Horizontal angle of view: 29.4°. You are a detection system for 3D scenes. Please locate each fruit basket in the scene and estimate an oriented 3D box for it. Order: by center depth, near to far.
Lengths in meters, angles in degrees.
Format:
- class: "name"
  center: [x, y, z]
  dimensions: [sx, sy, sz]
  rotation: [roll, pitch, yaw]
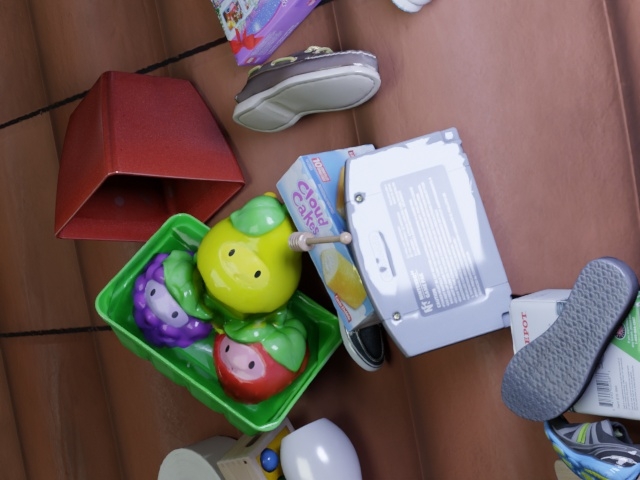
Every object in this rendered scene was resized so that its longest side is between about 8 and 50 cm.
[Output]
- class: "fruit basket"
  center: [-0.147, 0.103, 1.985]
  dimensions: [0.392, 0.283, 0.392]
  rotation: [28, 149, 19]

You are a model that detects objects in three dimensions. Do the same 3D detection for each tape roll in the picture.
- class: "tape roll"
  center: [-0.198, 0.525, 2.347]
  dimensions: [0.286, 0.100, 0.286]
  rotation: [15, 111, 48]

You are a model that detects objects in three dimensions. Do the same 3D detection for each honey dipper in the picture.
- class: "honey dipper"
  center: [0.000, 0.000, 1.761]
  dimensions: [0.160, 0.030, 0.030]
  rotation: [-3, 97, 63]

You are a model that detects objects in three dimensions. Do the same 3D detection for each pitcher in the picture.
- class: "pitcher"
  center: [-0.007, 0.420, 2.042]
  dimensions: [0.177, 0.125, 0.207]
  rotation: [-27, 78, 5]

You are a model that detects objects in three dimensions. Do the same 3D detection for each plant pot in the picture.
- class: "plant pot"
  center: [-0.330, -0.159, 2.224]
  dimensions: [0.267, 0.267, 0.236]
  rotation: [-37, 58, 48]

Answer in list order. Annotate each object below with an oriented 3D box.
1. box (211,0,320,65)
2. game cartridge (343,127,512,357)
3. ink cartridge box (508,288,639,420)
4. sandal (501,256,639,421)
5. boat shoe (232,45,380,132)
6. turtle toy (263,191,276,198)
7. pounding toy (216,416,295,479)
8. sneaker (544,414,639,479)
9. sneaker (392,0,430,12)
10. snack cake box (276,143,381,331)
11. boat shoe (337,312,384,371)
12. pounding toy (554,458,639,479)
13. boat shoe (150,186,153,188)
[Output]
- class: "box"
  center: [-0.081, -0.446, 1.987]
  dimensions: [0.293, 0.057, 0.201]
  rotation: [-38, 69, 48]
- class: "game cartridge"
  center: [0.145, 0.005, 1.730]
  dimensions: [0.062, 0.198, 0.297]
  rotation: [79, 174, -83]
- class: "ink cartridge box"
  center: [0.357, 0.144, 1.586]
  dimensions: [0.208, 0.087, 0.153]
  rotation: [0, 100, 50]
- class: "sandal"
  center: [0.320, 0.131, 1.527]
  dimensions: [0.097, 0.054, 0.254]
  rotation: [46, 122, 23]
- class: "boat shoe"
  center: [-0.022, -0.254, 1.927]
  dimensions: [0.324, 0.116, 0.097]
  rotation: [-14, 60, 52]
- class: "turtle toy"
  center: [-0.075, -0.030, 2.080]
  dimensions: [0.130, 0.066, 0.095]
  rotation: [-30, 53, 47]
- class: "pounding toy"
  center: [-0.091, 0.351, 2.134]
  dimensions: [0.094, 0.181, 0.206]
  rotation: [-18, 106, 39]
- class: "sneaker"
  center: [0.347, 0.259, 1.534]
  dimensions: [0.067, 0.078, 0.188]
  rotation: [55, 168, -20]
- class: "sneaker"
  center: [0.116, -0.446, 1.738]
  dimensions: [0.092, 0.087, 0.229]
  rotation: [-31, 82, 42]
- class: "snack cake box"
  center: [0.062, -0.007, 1.854]
  dimensions: [0.089, 0.152, 0.264]
  rotation: [-46, 65, 48]
- class: "boat shoe"
  center: [0.072, 0.114, 1.942]
  dimensions: [0.083, 0.065, 0.183]
  rotation: [-33, 74, 48]
- class: "pounding toy"
  center: [0.401, 0.320, 1.525]
  dimensions: [0.269, 0.155, 0.154]
  rotation: [7, 105, 49]
- class: "boat shoe"
  center: [-0.407, -0.144, 2.448]
  dimensions: [0.257, 0.095, 0.095]
  rotation: [41, 115, 29]
